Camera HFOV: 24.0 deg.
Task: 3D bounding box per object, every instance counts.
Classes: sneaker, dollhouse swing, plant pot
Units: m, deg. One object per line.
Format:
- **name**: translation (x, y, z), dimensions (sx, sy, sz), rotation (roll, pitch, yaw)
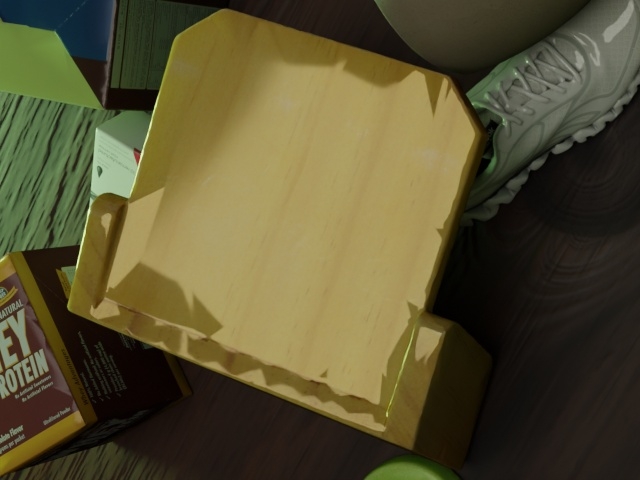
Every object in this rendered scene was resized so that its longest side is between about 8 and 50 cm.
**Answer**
- **sneaker**: translation (0.187, -0.121, 1.362), dimensions (0.292, 0.118, 0.110), rotation (-47, 71, 20)
- **dollhouse swing**: translation (0.000, 0.000, 1.400), dimensions (0.347, 0.315, 0.305), rotation (19, 83, 20)
- **plant pot**: translation (0.166, -0.298, 1.246), dimensions (0.191, 0.284, 0.284), rotation (-14, 87, 35)

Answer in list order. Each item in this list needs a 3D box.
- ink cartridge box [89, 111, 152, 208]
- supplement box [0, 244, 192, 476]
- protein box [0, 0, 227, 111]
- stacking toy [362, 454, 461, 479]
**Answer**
- **ink cartridge box**: translation (-0.177, -0.043, 1.551), dimensions (0.109, 0.063, 0.150), rotation (31, 132, 23)
- **supplement box**: translation (-0.269, 0.118, 1.568), dimensions (0.129, 0.194, 0.191), rotation (-31, 79, 26)
- **protein box**: translation (-0.232, -0.210, 1.523), dimensions (0.200, 0.201, 0.136), rotation (12, 99, 26)
- **stacking toy**: translation (0.113, 0.363, 1.424), dimensions (0.280, 0.130, 0.308), rotation (23, 103, 24)
